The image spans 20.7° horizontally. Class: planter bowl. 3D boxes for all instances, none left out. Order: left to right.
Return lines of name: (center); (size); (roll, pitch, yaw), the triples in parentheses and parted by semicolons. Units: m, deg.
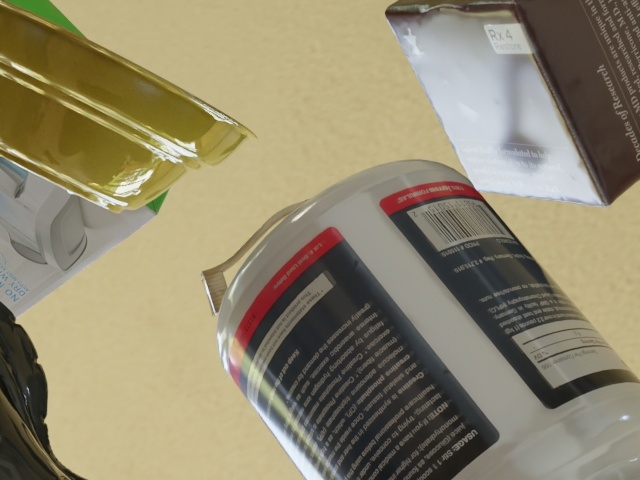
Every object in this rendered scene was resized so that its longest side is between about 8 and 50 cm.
planter bowl: (-0.157, -0.078, 1.156); (0.217, 0.217, 0.090); (26, -92, 25)

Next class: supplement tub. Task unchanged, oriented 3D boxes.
supplement tub: (0.081, 0.104, 1.020); (0.272, 0.191, 0.191); (52, -54, 27)

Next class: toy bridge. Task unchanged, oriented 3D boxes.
toy bridge: (0.000, 0.000, 1.313); (0.188, 0.026, 0.063); (-17, -96, -8)

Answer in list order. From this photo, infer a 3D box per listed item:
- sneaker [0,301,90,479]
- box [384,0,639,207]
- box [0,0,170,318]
sneaker: (-0.170, 0.141, 0.900); (0.286, 0.130, 0.109); (47, -74, 23)
box: (0.195, -0.152, 1.281); (0.168, 0.203, 0.167); (12, -45, 60)
box: (-0.288, -0.086, 1.507); (0.231, 0.127, 0.262); (-33, -69, 30)
